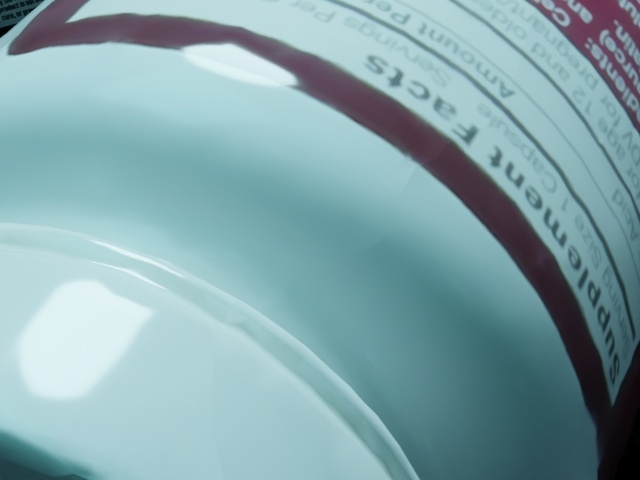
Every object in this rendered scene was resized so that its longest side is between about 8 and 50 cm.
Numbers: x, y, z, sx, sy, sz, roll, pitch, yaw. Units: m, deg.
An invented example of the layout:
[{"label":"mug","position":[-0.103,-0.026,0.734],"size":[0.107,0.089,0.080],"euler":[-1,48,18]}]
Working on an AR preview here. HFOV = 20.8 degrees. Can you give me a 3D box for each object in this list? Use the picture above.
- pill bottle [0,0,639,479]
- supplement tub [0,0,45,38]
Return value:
[{"label":"pill bottle","position":[0.000,0.000,0.543],"size":[0.224,0.224,0.392],"euler":[-3,32,30]},{"label":"supplement tub","position":[-0.137,-0.154,0.928],"size":[0.338,0.207,0.207],"euler":[-12,29,15]}]
